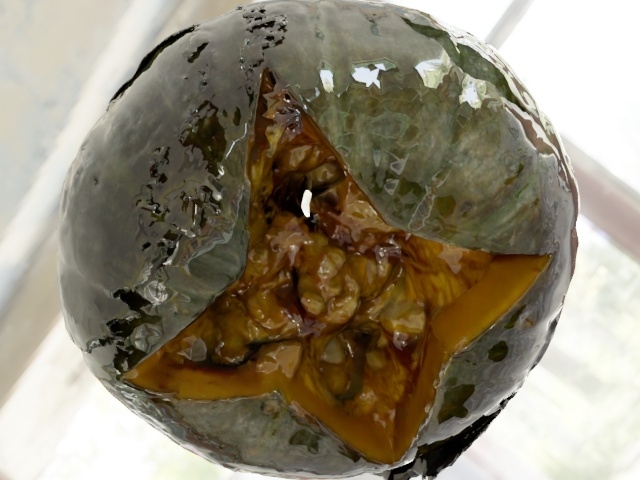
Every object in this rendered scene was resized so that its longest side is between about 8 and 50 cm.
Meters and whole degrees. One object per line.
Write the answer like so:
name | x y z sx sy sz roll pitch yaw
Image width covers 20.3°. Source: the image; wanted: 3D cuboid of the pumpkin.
pumpkin | 0.000 0.000 1.078 0.320 0.320 0.192 -55 22 21
